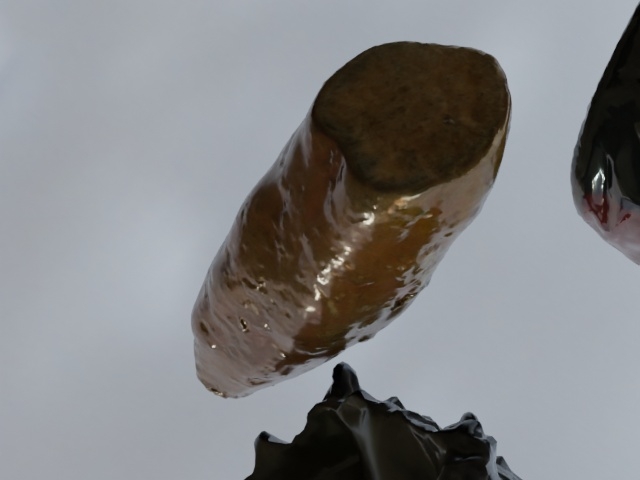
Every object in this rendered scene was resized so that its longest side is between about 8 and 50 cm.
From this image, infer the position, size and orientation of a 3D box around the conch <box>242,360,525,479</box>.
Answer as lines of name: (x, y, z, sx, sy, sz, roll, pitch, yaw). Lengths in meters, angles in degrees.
conch: (0.038, 0.208, 0.829, 0.240, 0.186, 0.313, -16, -119, -4)

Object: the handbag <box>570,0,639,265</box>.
handbag: (0.252, -0.035, 0.943, 0.181, 0.254, 0.181, 26, -84, 24)

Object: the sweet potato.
sweet potato: (0.000, 0.000, 0.830, 0.252, 0.097, 0.097, -47, -127, 47)
